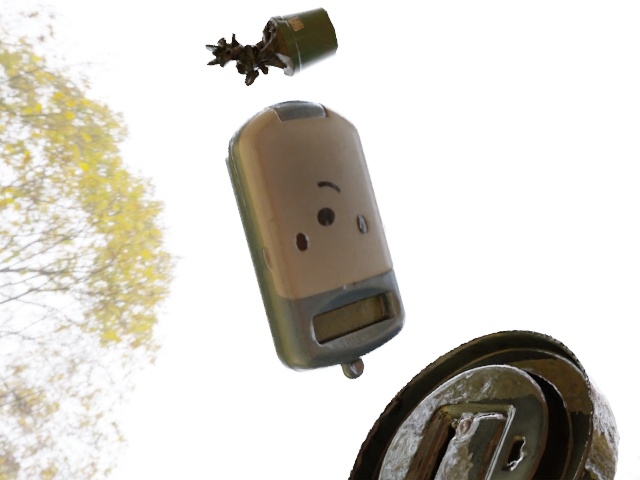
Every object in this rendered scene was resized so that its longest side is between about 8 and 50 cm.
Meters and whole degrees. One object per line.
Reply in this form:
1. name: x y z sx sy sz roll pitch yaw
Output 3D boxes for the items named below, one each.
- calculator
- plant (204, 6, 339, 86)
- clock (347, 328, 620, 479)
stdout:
1. calculator: 0.000 0.000 0.591 0.039 0.121 0.210 -15 -92 50
2. plant: -0.039 -0.149 0.632 0.102 0.051 0.051 -19 -87 -10
3. clock: 0.108 0.160 0.572 0.215 0.215 0.042 -43 -69 10
